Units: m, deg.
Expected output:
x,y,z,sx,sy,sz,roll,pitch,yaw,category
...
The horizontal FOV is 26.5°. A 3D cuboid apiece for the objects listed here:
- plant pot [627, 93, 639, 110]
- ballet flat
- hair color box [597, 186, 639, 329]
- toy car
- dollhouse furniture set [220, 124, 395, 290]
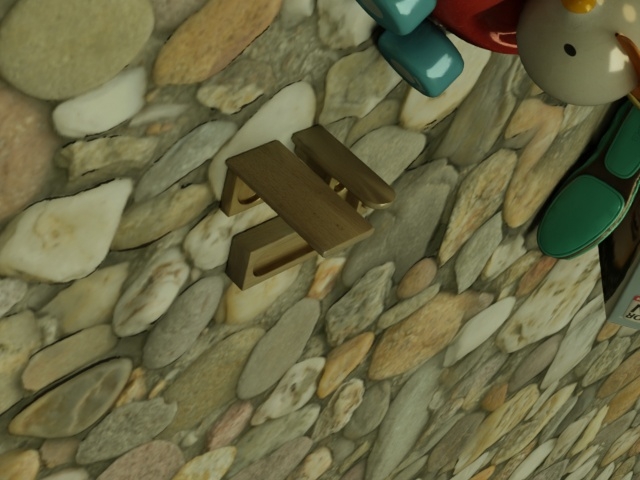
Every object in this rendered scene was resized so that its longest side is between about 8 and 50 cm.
x,y,z,sx,sy,sz,roll,pitch,yaw,category
0.389,-0.189,1.511,0.134,0.134,0.095,-46,177,-3,plant pot
0.354,-0.079,1.644,0.247,0.083,0.087,-58,166,24,ballet flat
0.464,-0.077,1.665,0.185,0.114,0.374,-82,-172,-51,hair color box
0.186,-0.189,1.069,0.219,0.238,0.210,-46,153,-4,toy car
0.000,0.000,1.181,0.144,0.123,0.151,-25,146,-36,dollhouse furniture set
